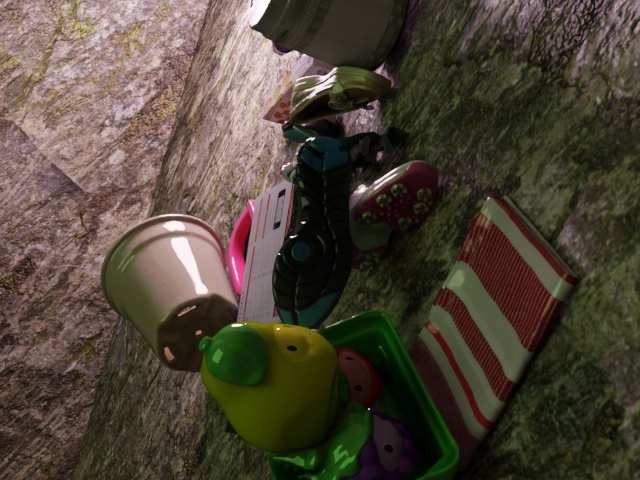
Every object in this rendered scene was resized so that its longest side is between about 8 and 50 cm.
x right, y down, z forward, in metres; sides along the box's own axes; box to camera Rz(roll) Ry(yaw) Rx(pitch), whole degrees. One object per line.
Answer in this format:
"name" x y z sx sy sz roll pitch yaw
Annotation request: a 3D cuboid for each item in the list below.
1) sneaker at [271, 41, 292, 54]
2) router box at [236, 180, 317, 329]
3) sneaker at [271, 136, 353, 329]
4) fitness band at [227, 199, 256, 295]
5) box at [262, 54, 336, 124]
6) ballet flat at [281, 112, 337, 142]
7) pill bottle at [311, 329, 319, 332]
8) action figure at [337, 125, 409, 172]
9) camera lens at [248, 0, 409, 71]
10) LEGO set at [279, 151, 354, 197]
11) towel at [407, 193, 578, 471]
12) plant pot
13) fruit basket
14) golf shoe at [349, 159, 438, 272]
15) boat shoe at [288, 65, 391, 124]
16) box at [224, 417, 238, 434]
"sneaker" -0.091 -0.640 2.307 0.131 0.112 0.319 -34 46 55
"router box" -0.080 0.038 1.938 0.301 0.082 0.335 160 121 -64
"sneaker" 0.000 0.000 1.473 0.140 0.125 0.341 88 -168 -66
"fitness band" -0.180 0.020 2.228 0.291 0.054 0.209 -114 42 -58
"box" -0.055 -0.380 2.139 0.324 0.063 0.067 148 130 -60
"ballet flat" -0.023 -0.269 1.966 0.096 0.095 0.280 -67 23 1
"pill bottle" -0.031 0.263 1.675 0.094 0.094 0.169 142 137 -57
"action figure" 0.068 -0.160 1.678 0.232 0.137 0.063 153 114 -73
"camera lens" 0.020 -0.465 1.715 0.219 0.274 0.219 -50 31 46
"LEGO set" 0.001 -0.070 1.706 0.107 0.132 0.287 46 159 43
"towel" 0.222 0.124 1.227 0.329 0.037 0.237 -66 25 24
"plant pot" -0.341 0.152 2.152 0.305 0.334 0.334 49 123 49
"fruit basket" 0.006 0.227 1.230 0.392 0.283 0.392 158 90 -87
"golf shoe" 0.102 -0.067 1.528 0.306 0.115 0.140 -48 33 48
"boat shoe" 0.036 -0.288 1.774 0.285 0.104 0.089 0 70 57
"box" -0.118 0.317 1.766 0.158 0.093 0.156 42 -123 -75
